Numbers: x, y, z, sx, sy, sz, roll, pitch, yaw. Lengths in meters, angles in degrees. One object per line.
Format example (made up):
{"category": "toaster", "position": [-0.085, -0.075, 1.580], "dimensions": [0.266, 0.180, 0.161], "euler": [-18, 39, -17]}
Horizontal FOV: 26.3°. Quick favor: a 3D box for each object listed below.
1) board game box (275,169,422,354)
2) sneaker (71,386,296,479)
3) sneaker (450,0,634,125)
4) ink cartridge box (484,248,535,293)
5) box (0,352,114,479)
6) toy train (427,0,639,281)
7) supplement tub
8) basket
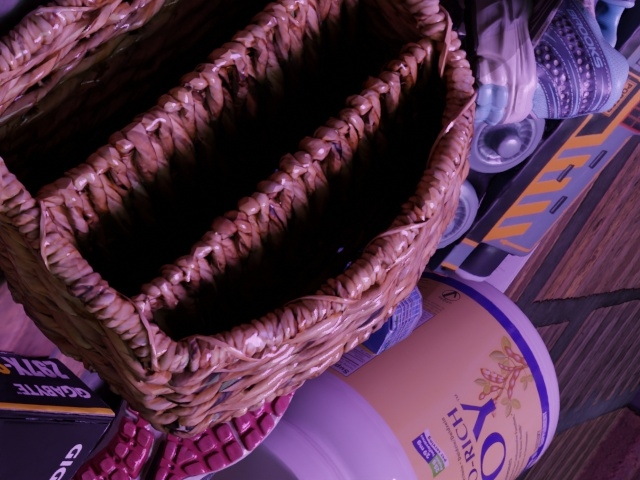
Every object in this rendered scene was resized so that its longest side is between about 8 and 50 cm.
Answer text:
{"category": "board game box", "position": [0.000, 0.000, 1.071], "dimensions": [0.060, 0.194, 0.194], "euler": [-55, 171, 10]}
{"category": "sneaker", "position": [-0.138, 0.166, 1.131], "dimensions": [0.299, 0.121, 0.112], "euler": [-47, -174, -14]}
{"category": "sneaker", "position": [0.160, -0.178, 1.000], "dimensions": [0.110, 0.122, 0.283], "euler": [97, -2, -46]}
{"category": "ink cartridge box", "position": [0.220, -0.038, 1.411], "dimensions": [0.176, 0.069, 0.371], "euler": [-48, 173, -46]}
{"category": "box", "position": [-0.310, 0.216, 0.903], "dimensions": [0.322, 0.079, 0.257], "euler": [-54, 155, 6]}
{"category": "toy train", "position": [0.174, -0.101, 1.163], "dimensions": [0.190, 0.142, 0.334], "euler": [21, 118, -34]}
{"category": "supplement tub", "position": [0.049, 0.190, 1.319], "dimensions": [0.331, 0.241, 0.241], "euler": [-31, 149, -41]}
{"category": "basket", "position": [-0.042, -0.051, 0.832], "dimensions": [0.299, 0.213, 0.223], "euler": [-42, 156, -23]}
